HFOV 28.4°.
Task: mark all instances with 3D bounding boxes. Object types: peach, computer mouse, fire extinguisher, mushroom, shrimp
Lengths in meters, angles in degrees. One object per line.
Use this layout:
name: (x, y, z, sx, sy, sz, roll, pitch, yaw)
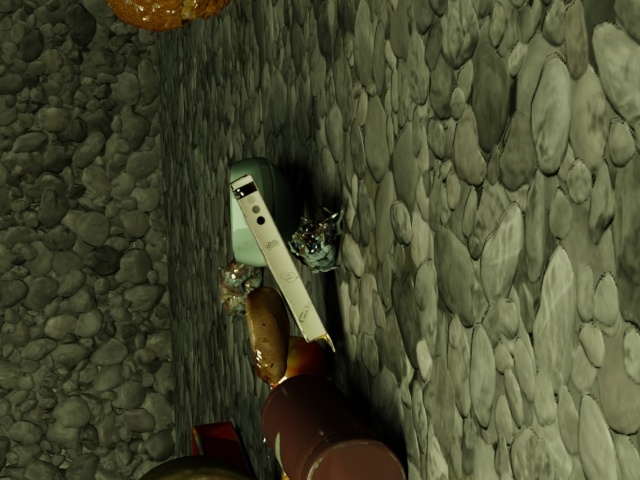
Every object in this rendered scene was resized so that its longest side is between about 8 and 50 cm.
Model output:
peach: (-0.022, 0.171, 1.660, 0.098, 0.061, 0.098, 17, -111, -56)
computer mouse: (-0.081, -0.042, 1.829, 0.288, 0.097, 0.159, -135, 41, -87)
fire extinguisher: (-0.005, 0.241, 1.488, 0.135, 0.114, 0.337, -60, 16, 3)
mushroom: (-0.064, 0.118, 1.574, 0.123, 0.052, 0.123, -7, -90, -87)
shrimp: (0.003, 0.003, 1.583, 0.076, 0.082, 0.174, 44, 170, 4)
shrimp: (-0.137, 0.091, 2.145, 0.090, 0.079, 0.233, 41, 152, 16)

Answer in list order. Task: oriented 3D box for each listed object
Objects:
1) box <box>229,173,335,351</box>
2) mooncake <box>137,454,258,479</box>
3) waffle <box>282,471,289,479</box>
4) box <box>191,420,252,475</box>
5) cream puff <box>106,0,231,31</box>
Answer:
box: (-0.051, 0.031, 1.612, 0.247, 0.033, 0.129, 65, 176, -3)
mooncake: (-0.192, 0.490, 2.009, 0.155, 0.285, 0.284, -172, 80, -76)
waffle: (-0.023, 0.361, 1.770, 0.102, 0.042, 0.148, -160, 68, -74)
box: (-0.177, 0.496, 2.361, 0.313, 0.089, 0.197, -127, 34, -67)
cream puff: (-0.232, -0.477, 2.116, 0.303, 0.212, 0.303, -59, -2, -3)
